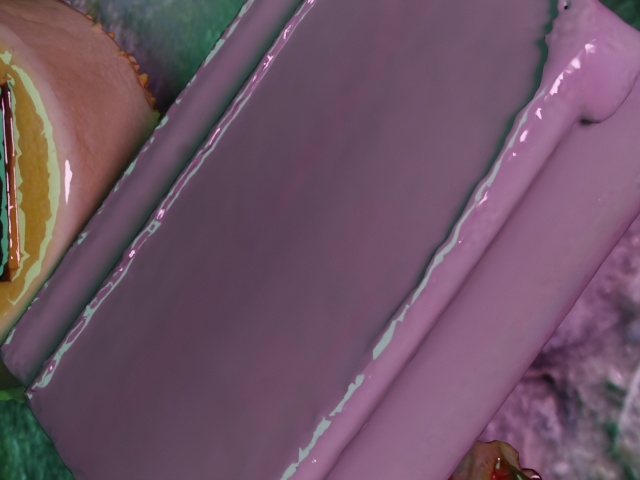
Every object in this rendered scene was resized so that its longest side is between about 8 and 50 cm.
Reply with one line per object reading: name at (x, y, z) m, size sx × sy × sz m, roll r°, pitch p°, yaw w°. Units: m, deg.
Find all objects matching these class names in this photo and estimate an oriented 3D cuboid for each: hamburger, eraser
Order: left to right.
hamburger at (-0.239, -0.033, 0.896) m, size 0.302 × 0.170 × 0.302 m, roll -1°, pitch 88°, yaw 24°
eraser at (0.000, 0.000, 0.703) m, size 0.359 × 0.122 × 0.272 m, roll -54°, pitch 41°, yaw 5°

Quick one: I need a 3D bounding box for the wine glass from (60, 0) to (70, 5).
wine glass at (-0.287, -0.113, 1.023) m, size 0.262 × 0.074 × 0.074 m, roll -29°, pitch 67°, yaw 27°

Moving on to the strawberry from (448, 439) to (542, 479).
strawberry at (0.030, 0.184, 0.733) m, size 0.167 × 0.087 × 0.208 m, roll 36°, pitch 105°, yaw 33°
